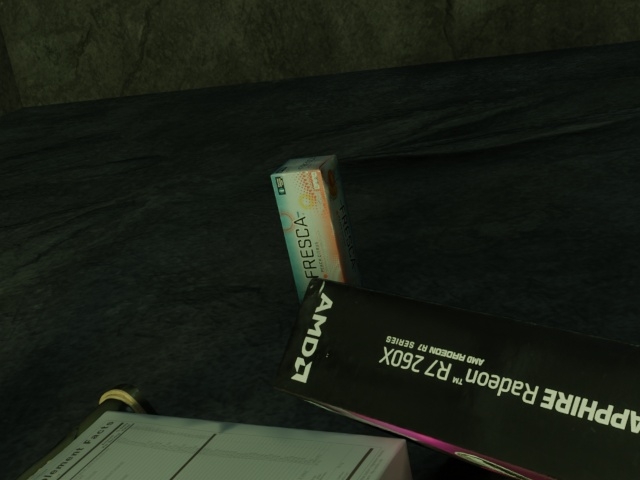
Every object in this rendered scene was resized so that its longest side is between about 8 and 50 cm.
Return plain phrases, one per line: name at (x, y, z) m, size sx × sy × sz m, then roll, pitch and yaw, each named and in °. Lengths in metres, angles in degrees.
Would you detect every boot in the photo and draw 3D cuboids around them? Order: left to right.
boot at (-0.205, 0.194, 0.846) m, size 0.137 × 0.077 × 0.198 m, roll -32°, pitch -11°, yaw -37°

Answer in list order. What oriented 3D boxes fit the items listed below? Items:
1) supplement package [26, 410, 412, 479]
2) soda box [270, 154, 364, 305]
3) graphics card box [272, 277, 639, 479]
supplement package at (-0.069, 0.209, 0.700) m, size 0.244 × 0.134 × 0.139 m, roll 0°, pitch 22°, yaw 29°
soda box at (0.000, 0.000, 1.193) m, size 0.062 × 0.183 × 0.058 m, roll -4°, pitch 20°, yaw 23°
graphics card box at (0.175, 0.123, 0.696) m, size 0.370 × 0.094 × 0.232 m, roll 11°, pitch -12°, yaw 45°
